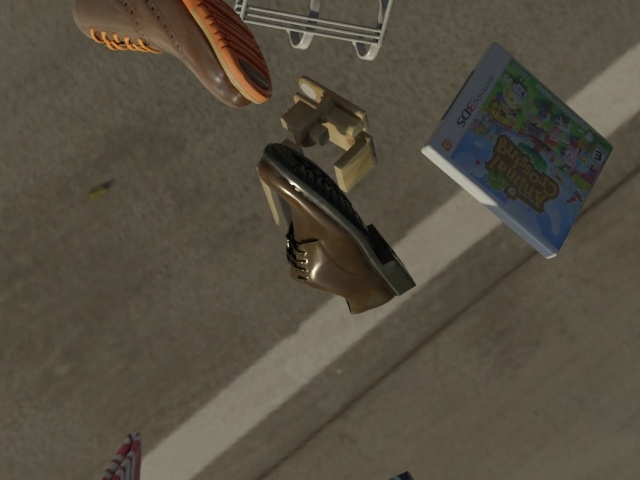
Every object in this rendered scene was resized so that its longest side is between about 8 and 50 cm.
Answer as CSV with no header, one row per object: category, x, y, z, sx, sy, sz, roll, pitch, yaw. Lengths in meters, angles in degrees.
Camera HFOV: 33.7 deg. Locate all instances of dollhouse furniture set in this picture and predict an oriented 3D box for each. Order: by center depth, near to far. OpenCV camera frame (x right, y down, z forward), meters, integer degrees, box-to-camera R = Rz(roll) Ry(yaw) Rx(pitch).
dollhouse furniture set,-0.036,-0.112,1.247,0.151,0.123,0.144,-45,151,-18

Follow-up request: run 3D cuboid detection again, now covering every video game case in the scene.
video game case,0.250,-0.114,1.312,0.212,0.023,0.193,39,63,-11

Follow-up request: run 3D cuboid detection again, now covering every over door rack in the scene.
over door rack,0.014,-0.406,1.371,0.240,0.108,0.324,3,125,-30

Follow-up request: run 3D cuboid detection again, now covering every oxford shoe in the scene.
oxford shoe,0.000,0.000,1.013,0.096,0.082,0.227,-35,125,7
oxford shoe,-0.179,-0.241,1.143,0.133,0.363,0.130,-44,147,8

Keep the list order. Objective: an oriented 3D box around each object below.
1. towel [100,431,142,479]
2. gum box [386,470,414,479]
towel,-0.226,0.297,1.035,0.029,0.197,0.144,17,122,7
gum box,0.032,0.357,1.185,0.184,0.157,0.041,-28,114,12
